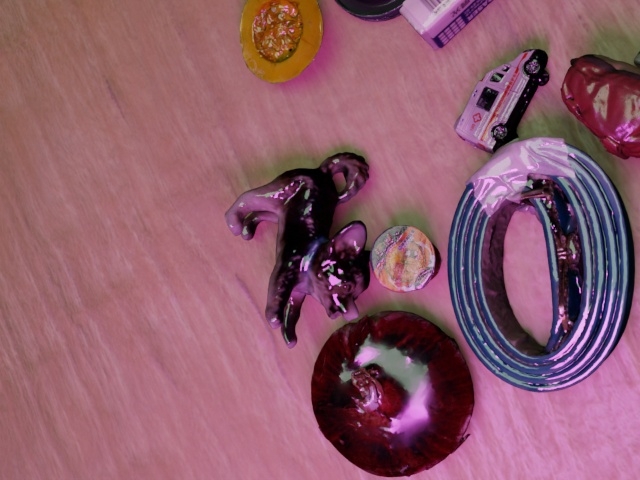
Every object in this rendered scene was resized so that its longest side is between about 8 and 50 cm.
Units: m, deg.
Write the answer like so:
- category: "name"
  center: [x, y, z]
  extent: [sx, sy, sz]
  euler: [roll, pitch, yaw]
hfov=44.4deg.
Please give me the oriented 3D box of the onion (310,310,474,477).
- category: "onion"
  center: [0.128, 0.280, 1.429]
  extent: [0.314, 0.232, 0.313]
  euler: [-1, 87, 15]

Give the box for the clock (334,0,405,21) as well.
- category: "clock"
  center: [0.118, -0.558, 1.591]
  extent: [0.226, 0.049, 0.226]
  euler: [-1, 87, 22]

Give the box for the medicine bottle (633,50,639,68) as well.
- category: "medicine bottle"
  center: [0.627, -0.388, 1.341]
  extent: [0.061, 0.092, 0.220]
  euler: [42, 102, 30]

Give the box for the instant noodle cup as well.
- category: "instant noodle cup"
  center: [0.172, 0.037, 1.479]
  extent: [0.127, 0.136, 0.127]
  euler: [-1, 86, 22]

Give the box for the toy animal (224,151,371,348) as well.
- category: "toy animal"
  center: [0.000, 0.000, 1.517]
  extent: [0.303, 0.194, 0.344]
  euler: [-28, 65, 4]

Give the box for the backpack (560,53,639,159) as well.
- category: "backpack"
  center: [0.508, -0.215, 1.315]
  extent: [0.229, 0.229, 0.138]
  euler: [35, 102, 21]

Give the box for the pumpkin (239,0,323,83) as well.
- category: "pumpkin"
  center: [-0.066, -0.435, 1.637]
  extent: [0.217, 0.110, 0.217]
  euler: [5, 100, 29]

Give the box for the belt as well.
- category: "belt"
  center: [0.384, 0.040, 1.371]
  extent: [0.300, 0.173, 0.436]
  euler: [-3, 85, 25]

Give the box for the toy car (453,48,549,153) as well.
- category: "toy car"
  center: [0.338, -0.266, 1.458]
  extent: [0.108, 0.089, 0.209]
  euler: [31, 102, 27]

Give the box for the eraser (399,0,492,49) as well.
- category: "eraser"
  center: [0.286, -0.492, 1.474]
  extent: [0.279, 0.124, 0.081]
  euler: [-42, 73, 15]
